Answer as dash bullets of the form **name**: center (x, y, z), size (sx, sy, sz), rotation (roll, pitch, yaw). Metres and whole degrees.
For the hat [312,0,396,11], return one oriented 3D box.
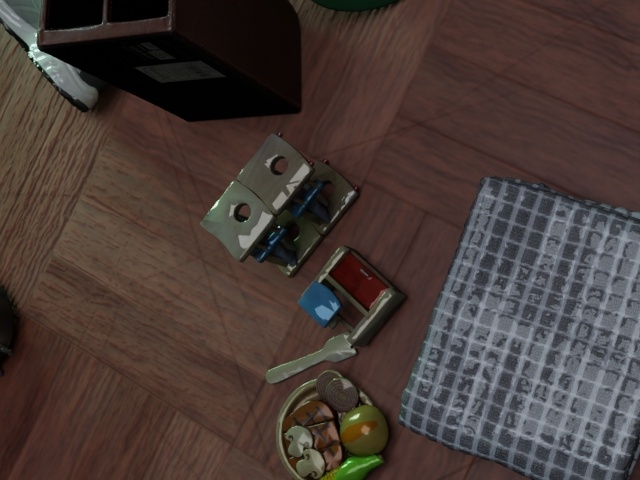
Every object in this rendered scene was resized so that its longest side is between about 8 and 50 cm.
- **hat**: center (0.014, -0.372, 1.260), size (0.208, 0.173, 0.183), rotation (-5, 37, -16)

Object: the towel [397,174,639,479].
- **towel**: center (0.225, 0.089, 1.085), size (0.235, 0.121, 0.284), rotation (18, 89, 23)

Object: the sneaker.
- **sneaker**: center (-0.339, -0.279, 1.393), size (0.108, 0.100, 0.271), rotation (-42, 72, -3)

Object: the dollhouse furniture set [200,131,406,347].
- **dollhouse furniture set**: center (0.000, 0.000, 1.181), size (0.183, 0.129, 0.129), rotation (42, 99, 25)

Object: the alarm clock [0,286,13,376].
- **alarm clock**: center (-0.453, 0.089, 1.393), size (0.129, 0.064, 0.192), rotation (-34, 74, 15)

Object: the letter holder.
- **letter holder**: center (-0.145, -0.269, 1.189), size (0.152, 0.302, 0.214), rotation (-2, 81, 22)

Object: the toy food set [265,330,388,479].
- **toy food set**: center (0.009, 0.207, 1.200), size (0.132, 0.038, 0.192), rotation (-26, 73, 17)
